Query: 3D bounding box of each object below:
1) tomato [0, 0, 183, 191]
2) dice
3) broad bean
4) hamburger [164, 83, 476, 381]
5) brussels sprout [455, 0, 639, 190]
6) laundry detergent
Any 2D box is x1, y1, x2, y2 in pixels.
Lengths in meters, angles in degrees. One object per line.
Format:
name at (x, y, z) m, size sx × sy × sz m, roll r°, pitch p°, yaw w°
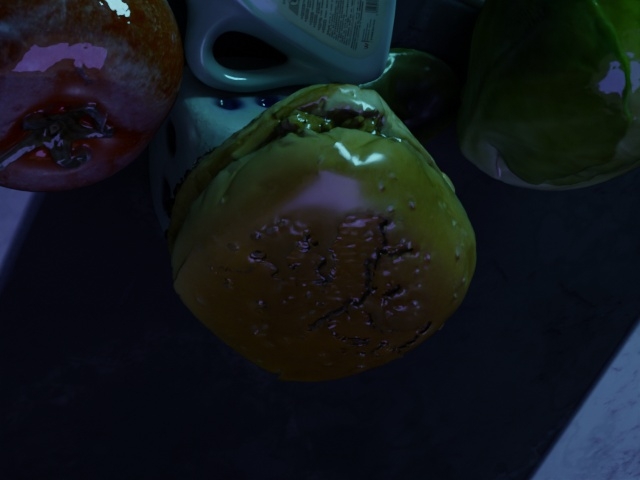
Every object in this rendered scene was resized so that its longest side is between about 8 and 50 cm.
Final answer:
tomato at (-0.273, -0.182, 1.226) m, size 0.270 × 0.227 × 0.270 m, roll -13°, pitch 153°, yaw -7°
dice at (-0.080, -0.086, 1.420) m, size 0.193 × 0.194 × 0.192 m, roll -5°, pitch 127°, yaw -21°
broad bean at (0.078, -0.159, 1.536) m, size 0.206 × 0.072 × 0.153 m, roll -27°, pitch 136°, yaw -23°
hamburger at (0.001, 0.006, 1.296) m, size 0.284 × 0.174 × 0.304 m, roll -35°, pitch 126°, yaw 17°
brussels sprout at (0.308, -0.212, 1.463) m, size 0.281 × 0.289 × 0.355 m, roll 2°, pitch 142°, yaw -38°
laundry detergent at (-0.061, -0.264, 1.334) m, size 0.280 × 0.105 × 0.215 m, roll -3°, pitch 105°, yaw -27°
